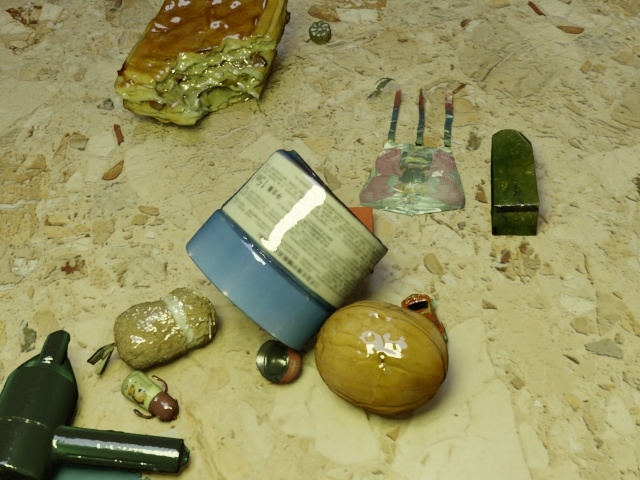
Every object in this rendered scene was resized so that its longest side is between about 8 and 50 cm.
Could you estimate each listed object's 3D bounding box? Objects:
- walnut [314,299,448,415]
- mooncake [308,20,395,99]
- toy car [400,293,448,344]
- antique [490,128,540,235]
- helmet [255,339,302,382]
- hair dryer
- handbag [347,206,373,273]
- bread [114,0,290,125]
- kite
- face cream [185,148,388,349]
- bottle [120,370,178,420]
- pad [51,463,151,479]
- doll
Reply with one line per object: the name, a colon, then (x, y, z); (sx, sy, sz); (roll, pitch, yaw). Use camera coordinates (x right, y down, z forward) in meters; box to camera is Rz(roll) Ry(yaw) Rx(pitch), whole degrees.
walnut: (0.088, 0.171, 1.186); (0.207, 0.167, 0.167); (14, 51, 25)
mooncake: (0.063, -0.408, 1.821); (0.150, 0.057, 0.347); (-46, 49, -14)
toy car: (0.166, 0.129, 1.296); (0.059, 0.035, 0.121); (-15, 48, 0)
antique: (0.352, -0.113, 1.463); (0.080, 0.081, 0.220); (1, 47, 9)
helmet: (-0.059, 0.192, 1.263); (0.084, 0.049, 0.065); (21, 93, 52)
hair dryer: (-0.337, 0.268, 1.201); (0.303, 0.116, 0.244); (7, 47, 1)
handbag: (0.000, 0.000, 1.433); (0.190, 0.062, 0.127); (-1, 47, 3)
bread: (-0.243, -0.398, 1.768); (0.314, 0.191, 0.369); (11, 61, 12)
kite: (0.198, -0.182, 1.598); (0.204, 0.022, 0.360); (4, 51, 13)
face cream: (-0.047, 0.010, 1.253); (0.225, 0.249, 0.249); (-46, 52, 1)
bottle: (-0.263, 0.245, 1.249); (0.101, 0.063, 0.047); (28, 27, 28)
pad: (-0.377, 0.414, 1.132); (0.270, 0.012, 0.269); (22, 54, 28)
doll: (-0.275, 0.148, 1.297); (0.221, 0.105, 0.115); (-17, 20, -7)
